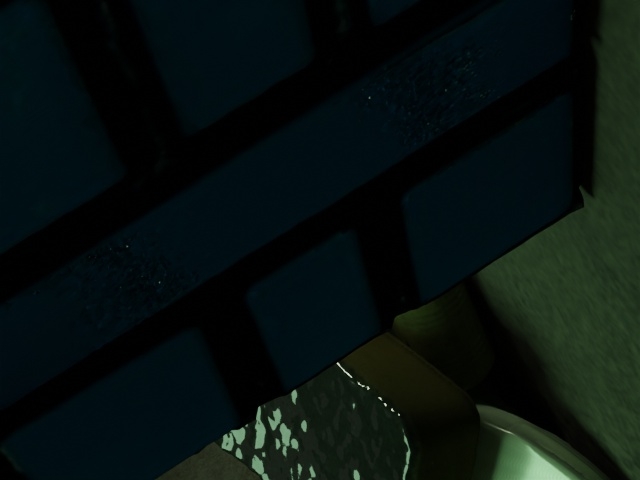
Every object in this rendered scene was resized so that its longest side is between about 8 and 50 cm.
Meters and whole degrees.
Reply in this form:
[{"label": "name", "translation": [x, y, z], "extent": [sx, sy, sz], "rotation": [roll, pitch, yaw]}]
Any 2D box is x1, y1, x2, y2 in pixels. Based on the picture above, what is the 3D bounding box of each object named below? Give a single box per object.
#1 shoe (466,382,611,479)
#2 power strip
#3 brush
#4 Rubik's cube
[{"label": "shoe", "translation": [0.104, 0.133, 0.846], "extent": [0.265, 0.110, 0.095], "rotation": [20, 111, 39]}, {"label": "power strip", "translation": [0.000, 0.000, 0.949], "extent": [0.387, 0.066, 0.092], "rotation": [38, 155, 61]}, {"label": "brush", "translation": [0.006, 0.109, 0.816], "extent": [0.197, 0.059, 0.123], "rotation": [33, 124, 40]}, {"label": "Rubik's cube", "translation": [-0.092, -0.106, 0.503], "extent": [0.293, 0.288, 0.283], "rotation": [53, 169, 34]}]
